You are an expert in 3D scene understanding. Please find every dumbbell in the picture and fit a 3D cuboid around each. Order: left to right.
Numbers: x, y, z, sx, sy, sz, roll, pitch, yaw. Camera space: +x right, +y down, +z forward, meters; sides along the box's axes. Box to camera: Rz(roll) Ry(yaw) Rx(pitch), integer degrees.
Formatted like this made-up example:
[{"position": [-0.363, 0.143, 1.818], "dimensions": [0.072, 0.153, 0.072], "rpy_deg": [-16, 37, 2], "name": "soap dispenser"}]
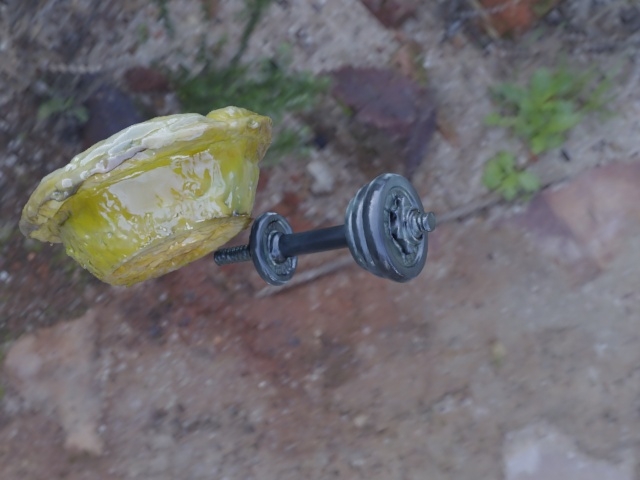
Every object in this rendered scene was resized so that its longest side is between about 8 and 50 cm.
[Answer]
[{"position": [0.000, 0.000, 1.759], "dimensions": [0.110, 0.254, 0.110], "rpy_deg": [26, 60, -56], "name": "dumbbell"}]

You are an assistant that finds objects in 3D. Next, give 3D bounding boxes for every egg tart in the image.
[{"position": [-0.161, -0.040, 1.710], "dimensions": [0.288, 0.288, 0.118], "rpy_deg": [-16, 77, -31], "name": "egg tart"}]
